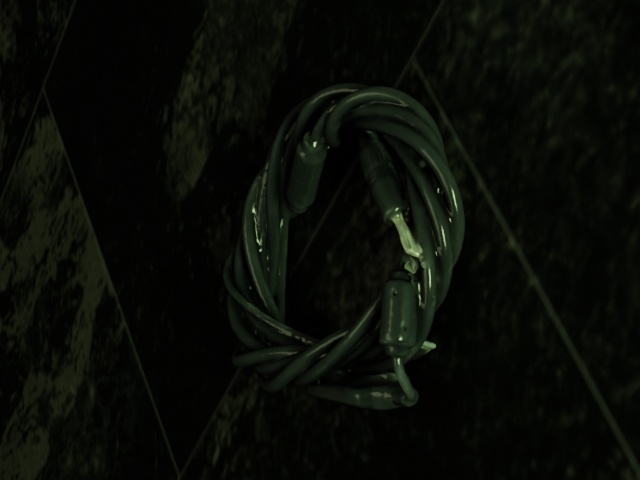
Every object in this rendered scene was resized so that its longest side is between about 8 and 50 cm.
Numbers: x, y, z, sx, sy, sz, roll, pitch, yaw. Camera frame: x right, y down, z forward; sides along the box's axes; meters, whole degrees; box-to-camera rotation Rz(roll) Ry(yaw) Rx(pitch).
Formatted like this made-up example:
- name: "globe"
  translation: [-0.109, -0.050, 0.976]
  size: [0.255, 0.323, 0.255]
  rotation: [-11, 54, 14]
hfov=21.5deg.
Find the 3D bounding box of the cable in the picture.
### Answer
- name: "cable"
  translation: [0.000, 0.000, 0.804]
  size: [0.184, 0.047, 0.150]
  rotation: [9, 97, 60]
